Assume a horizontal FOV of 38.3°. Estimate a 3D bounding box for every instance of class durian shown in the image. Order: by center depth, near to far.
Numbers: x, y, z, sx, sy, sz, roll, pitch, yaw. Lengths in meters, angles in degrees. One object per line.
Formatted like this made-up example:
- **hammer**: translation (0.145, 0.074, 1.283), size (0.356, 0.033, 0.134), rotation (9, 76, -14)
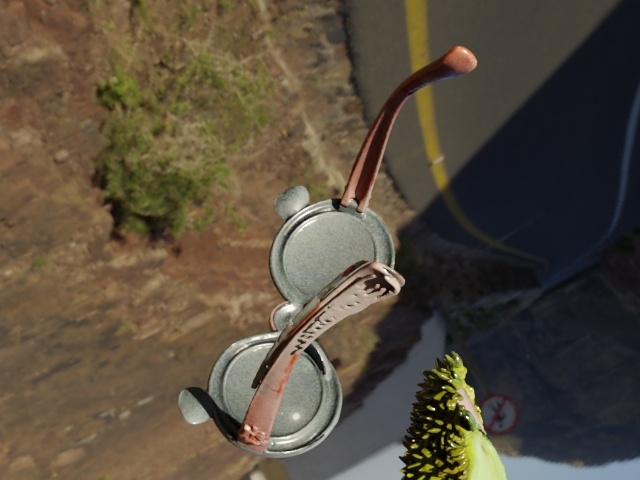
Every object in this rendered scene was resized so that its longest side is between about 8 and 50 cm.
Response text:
- **durian**: translation (0.114, 0.195, 0.799), size (0.096, 0.220, 0.137), rotation (-17, -150, -1)

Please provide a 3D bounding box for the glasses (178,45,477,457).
- **glasses**: translation (0.000, 0.000, 0.613), size (0.268, 0.118, 0.234), rotation (106, 8, -56)
